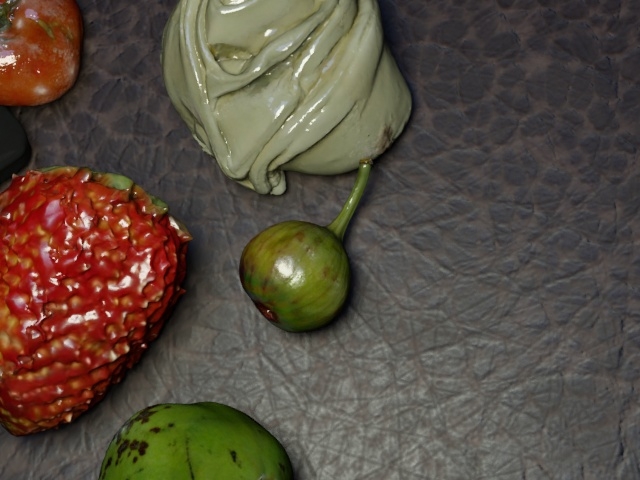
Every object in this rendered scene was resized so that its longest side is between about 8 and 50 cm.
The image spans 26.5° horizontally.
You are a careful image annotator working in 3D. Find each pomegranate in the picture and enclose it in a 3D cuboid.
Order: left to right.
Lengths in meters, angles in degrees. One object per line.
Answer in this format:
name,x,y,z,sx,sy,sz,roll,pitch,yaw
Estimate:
pomegranate,-0.160,0.311,1.639,0.271,0.254,0.254,0,72,37

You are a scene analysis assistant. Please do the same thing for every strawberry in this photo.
strawberry,-0.322,0.076,1.699,0.292,0.292,0.343,19,74,12

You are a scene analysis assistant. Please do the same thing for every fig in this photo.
fig,0.000,0.000,1.759,0.149,0.149,0.245,31,72,14

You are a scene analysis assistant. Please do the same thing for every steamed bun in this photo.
steamed bun,-0.060,-0.241,1.784,0.310,0.219,0.324,-20,73,1

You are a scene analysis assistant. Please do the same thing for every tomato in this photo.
tomato,-0.439,-0.292,1.878,0.237,0.095,0.236,3,62,-6

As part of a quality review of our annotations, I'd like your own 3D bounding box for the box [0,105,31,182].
box,-0.586,-0.145,1.876,0.289,0.073,0.290,-38,72,-18
